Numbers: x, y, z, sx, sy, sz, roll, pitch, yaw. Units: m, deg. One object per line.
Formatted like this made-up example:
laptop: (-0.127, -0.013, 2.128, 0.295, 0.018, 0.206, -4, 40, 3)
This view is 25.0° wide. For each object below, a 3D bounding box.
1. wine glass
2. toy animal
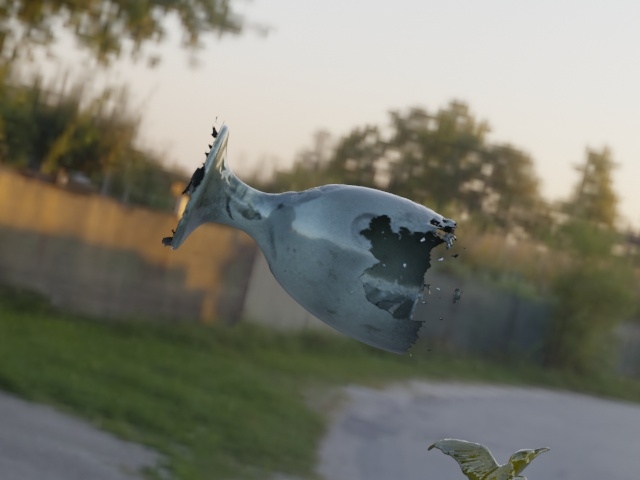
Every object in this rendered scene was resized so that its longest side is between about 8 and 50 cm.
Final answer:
wine glass: (-0.003, 0.000, 1.760, 0.357, 0.190, 0.190, 24, -1, -1)
toy animal: (0.244, 0.331, 1.955, 0.155, 0.095, 0.219, -13, 24, -27)
